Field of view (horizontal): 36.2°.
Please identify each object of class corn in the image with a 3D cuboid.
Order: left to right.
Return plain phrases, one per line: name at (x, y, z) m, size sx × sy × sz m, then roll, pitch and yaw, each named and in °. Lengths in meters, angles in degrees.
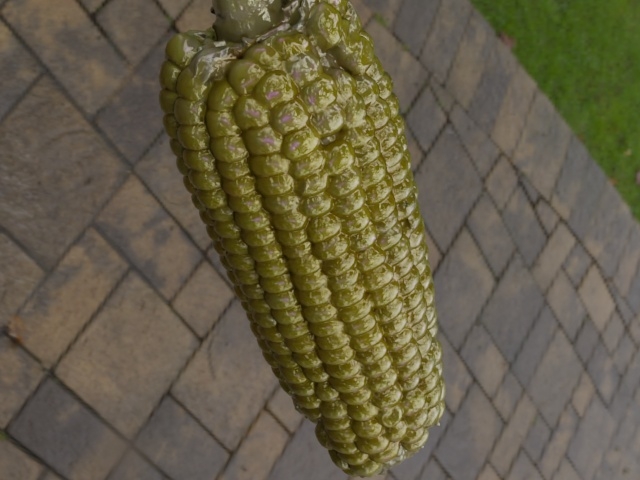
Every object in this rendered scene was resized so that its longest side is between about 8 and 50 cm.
corn at (0.000, 0.000, 0.587) m, size 0.130 × 0.130 × 0.347 m, roll -38°, pitch 125°, yaw -34°
